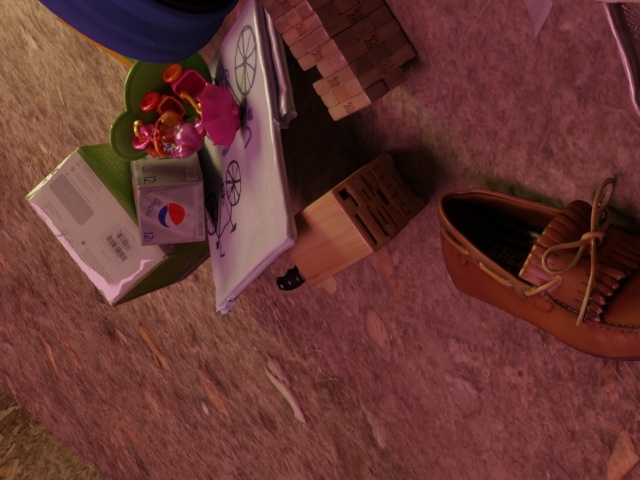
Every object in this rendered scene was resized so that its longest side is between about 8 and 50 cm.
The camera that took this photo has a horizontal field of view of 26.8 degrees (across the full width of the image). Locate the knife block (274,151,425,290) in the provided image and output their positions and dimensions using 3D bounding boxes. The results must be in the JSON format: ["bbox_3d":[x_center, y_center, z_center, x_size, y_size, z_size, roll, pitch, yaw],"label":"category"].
[{"bbox_3d":[0.000,0.000,1.653,0.242,0.275,0.088,-36,92,21],"label":"knife block"}]

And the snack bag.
[{"bbox_3d":[-0.097,-0.104,1.736,0.323,0.037,0.343,136,129,-61],"label":"snack bag"}]

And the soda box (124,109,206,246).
[{"bbox_3d":[-0.220,-0.109,1.878,0.286,0.091,0.098,-109,17,-56],"label":"soda box"}]

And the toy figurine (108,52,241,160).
[{"bbox_3d":[-0.173,-0.153,1.704,0.130,0.173,0.159,44,173,-38],"label":"toy figurine"}]

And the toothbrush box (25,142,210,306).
[{"bbox_3d":[-0.277,-0.035,2.009,0.206,0.122,0.283,51,-165,6],"label":"toothbrush box"}]

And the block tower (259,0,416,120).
[{"bbox_3d":[-0.023,-0.305,1.514,0.335,0.091,0.097,58,151,-8],"label":"block tower"}]

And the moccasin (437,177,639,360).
[{"bbox_3d":[0.266,0.018,1.411,0.380,0.139,0.147,29,154,54],"label":"moccasin"}]

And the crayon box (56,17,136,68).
[{"bbox_3d":[-0.235,-0.331,1.759,0.165,0.081,0.278,33,154,-8],"label":"crayon box"}]

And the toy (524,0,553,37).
[{"bbox_3d":[0.192,-0.311,1.168,0.137,0.056,0.237,106,157,-58],"label":"toy"}]

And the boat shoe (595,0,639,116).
[{"bbox_3d":[0.275,-0.229,1.139,0.098,0.096,0.277,13,132,54],"label":"boat shoe"}]

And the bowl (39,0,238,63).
[{"bbox_3d":[-0.232,-0.379,1.461,0.077,0.391,0.391,-32,95,29],"label":"bowl"}]
